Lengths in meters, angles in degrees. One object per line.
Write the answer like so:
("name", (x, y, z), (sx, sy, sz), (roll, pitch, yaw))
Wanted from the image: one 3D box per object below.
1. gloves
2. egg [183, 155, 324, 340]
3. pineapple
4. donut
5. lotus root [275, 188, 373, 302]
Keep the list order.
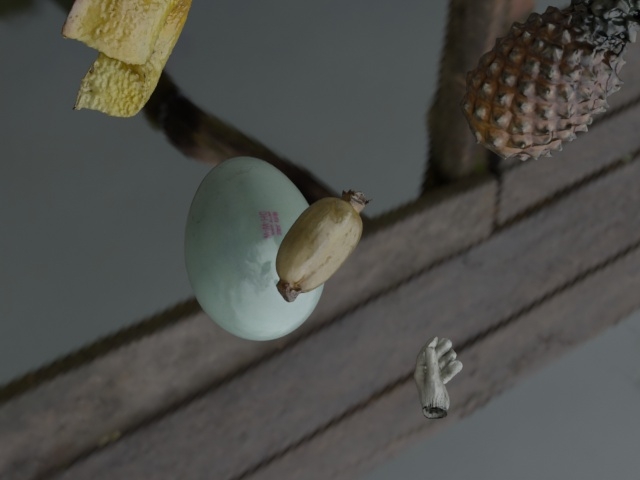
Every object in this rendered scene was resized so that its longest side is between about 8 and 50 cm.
("gloves", (0.096, 0.119, 1.284), (0.044, 0.037, 0.081), (66, 36, -59))
("egg", (-0.088, 0.007, 1.979), (0.183, 0.264, 0.183), (-10, 147, -7))
("pineapple", (0.323, -0.245, 1.863), (0.175, 0.175, 0.361), (-12, 153, -44))
("donut", (-0.158, -0.187, 1.295), (0.181, 0.078, 0.146), (99, 15, -66))
("lotus root", (0.000, 0.000, 1.623), (0.150, 0.062, 0.073), (-51, 125, -16))
